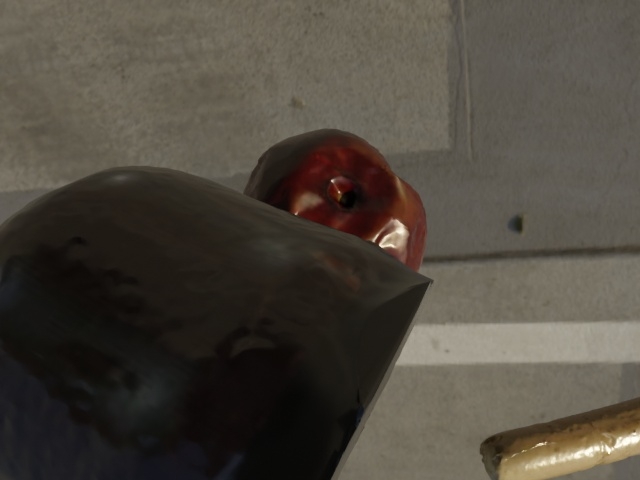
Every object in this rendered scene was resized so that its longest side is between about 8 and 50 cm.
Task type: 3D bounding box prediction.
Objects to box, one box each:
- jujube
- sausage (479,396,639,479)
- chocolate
[{"bbox_3d":[0.001,0.001,1.205,0.276,0.276,0.377,14,165,-2],"label":"jujube"},{"bbox_3d":[0.313,0.205,0.931,0.301,0.066,0.066,-12,135,-16],"label":"sausage"},{"bbox_3d":[-0.127,0.110,0.670,0.331,0.383,0.383,28,134,7],"label":"chocolate"}]
